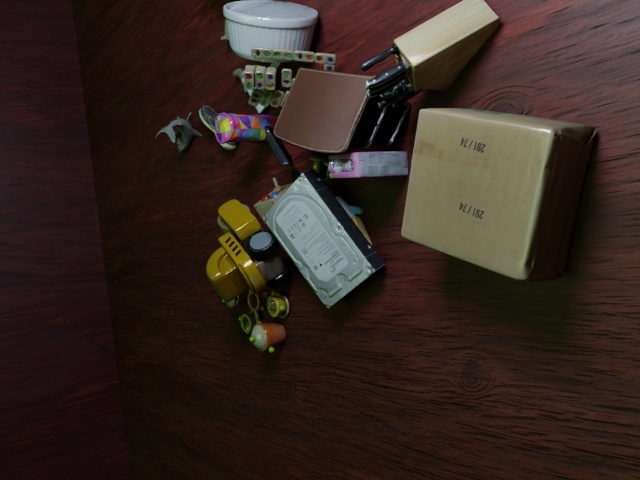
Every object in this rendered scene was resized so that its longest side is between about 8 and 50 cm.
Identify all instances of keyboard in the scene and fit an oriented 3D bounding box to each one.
[{"bbox_3d":[-0.109,-0.246,1.702,0.201,0.033,0.317,58,-175,-10],"label":"keyboard"}]

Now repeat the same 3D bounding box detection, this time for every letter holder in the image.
[{"bbox_3d":[0.043,-0.310,1.510,0.302,0.152,0.214,24,90,47],"label":"letter holder"}]

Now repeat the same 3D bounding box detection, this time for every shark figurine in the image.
[{"bbox_3d":[-0.525,-0.426,2.262,0.116,0.278,0.166,29,89,3],"label":"shark figurine"}]

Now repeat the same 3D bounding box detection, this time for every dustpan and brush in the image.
[{"bbox_3d":[-0.180,-0.525,1.869,0.211,0.060,0.147,-32,82,35],"label":"dustpan and brush"}]

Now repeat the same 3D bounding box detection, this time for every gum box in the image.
[{"bbox_3d":[0.119,-0.190,1.460,0.107,0.188,0.062,4,98,50],"label":"gum box"}]

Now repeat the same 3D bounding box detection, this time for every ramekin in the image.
[{"bbox_3d":[-0.146,-0.606,1.675,0.273,0.273,0.127,39,135,41],"label":"ramekin"}]

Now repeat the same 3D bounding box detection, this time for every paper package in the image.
[{"bbox_3d":[0.356,-0.109,1.203,0.325,0.168,0.309,23,112,47],"label":"paper package"}]

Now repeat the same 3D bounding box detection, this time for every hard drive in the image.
[{"bbox_3d":[0.000,0.000,1.641,0.339,0.064,0.237,54,132,7],"label":"hard drive"}]

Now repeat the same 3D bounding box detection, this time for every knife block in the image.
[{"bbox_3d":[0.219,-0.411,1.262,0.275,0.242,0.088,-51,59,41],"label":"knife block"}]

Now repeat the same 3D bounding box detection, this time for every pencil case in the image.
[{"bbox_3d":[-0.224,-0.351,1.830,0.104,0.236,0.104,6,99,41],"label":"pencil case"}]

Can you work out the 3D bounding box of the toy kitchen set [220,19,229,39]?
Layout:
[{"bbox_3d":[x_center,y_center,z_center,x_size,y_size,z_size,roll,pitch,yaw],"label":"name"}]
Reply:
[{"bbox_3d":[-0.311,-0.728,1.999,0.083,0.068,0.075,14,106,49],"label":"toy kitchen set"}]

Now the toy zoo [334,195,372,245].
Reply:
[{"bbox_3d":[0.047,0.006,1.703,0.192,0.030,0.293,59,135,26],"label":"toy zoo"}]

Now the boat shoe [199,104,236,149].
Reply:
[{"bbox_3d":[-0.364,-0.425,2.109,0.223,0.080,0.073,54,127,24],"label":"boat shoe"}]

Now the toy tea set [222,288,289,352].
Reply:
[{"bbox_3d":[-0.246,0.262,2.025,0.336,0.124,0.200,11,104,49],"label":"toy tea set"}]

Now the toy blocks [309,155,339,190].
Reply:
[{"bbox_3d":[0.003,-0.165,1.712,0.123,0.054,0.148,29,117,45],"label":"toy blocks"}]

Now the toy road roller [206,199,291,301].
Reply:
[{"bbox_3d":[-0.272,0.048,1.888,0.329,0.241,0.202,46,163,41],"label":"toy road roller"}]

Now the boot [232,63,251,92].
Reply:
[{"bbox_3d":[-0.260,-0.550,1.987,0.118,0.042,0.087,-8,92,51],"label":"boot"}]

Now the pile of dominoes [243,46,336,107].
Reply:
[{"bbox_3d":[-0.089,-0.443,1.638,0.196,0.251,0.040,95,179,-50],"label":"pile of dominoes"}]

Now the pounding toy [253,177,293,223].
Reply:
[{"bbox_3d":[-0.132,-0.137,1.833,0.130,0.141,0.100,-11,115,51],"label":"pounding toy"}]
